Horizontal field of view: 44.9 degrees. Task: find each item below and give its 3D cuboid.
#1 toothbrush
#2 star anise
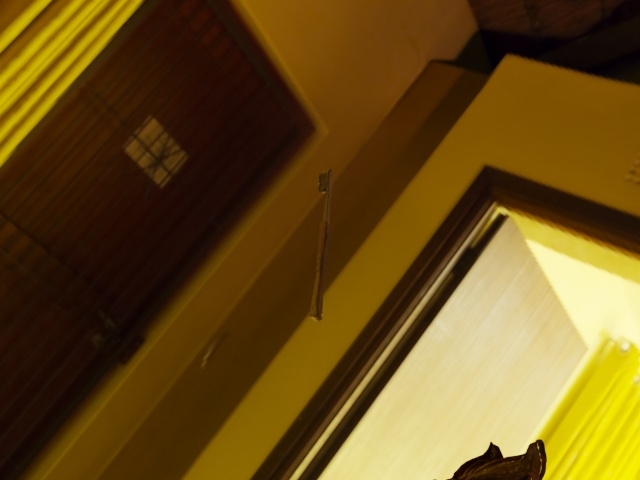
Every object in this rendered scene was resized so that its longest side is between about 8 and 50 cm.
[{"bbox_3d":[0.002,0.000,0.883,0.017,0.194,0.014,-10,-32,21],"label":"toothbrush"},{"bbox_3d":[0.088,0.166,0.488,0.042,0.141,0.141,60,-9,12],"label":"star anise"}]
